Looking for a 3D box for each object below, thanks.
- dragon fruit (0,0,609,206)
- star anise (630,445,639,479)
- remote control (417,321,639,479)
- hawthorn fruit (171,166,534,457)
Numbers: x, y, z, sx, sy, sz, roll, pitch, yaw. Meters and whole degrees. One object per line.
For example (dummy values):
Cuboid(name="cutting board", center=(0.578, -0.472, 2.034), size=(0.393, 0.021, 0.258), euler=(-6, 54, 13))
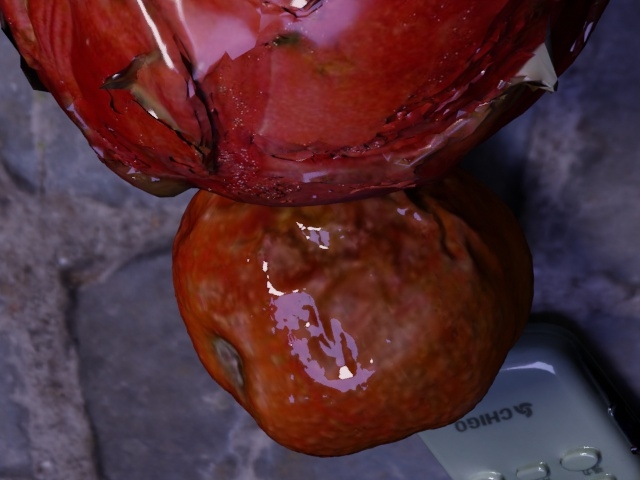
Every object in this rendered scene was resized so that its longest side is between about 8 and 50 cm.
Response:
Cuboid(name="dragon fruit", center=(-0.011, -0.160, 0.848), size=(0.302, 0.295, 0.295), euler=(-9, 125, 44))
Cuboid(name="star anise", center=(0.285, 0.144, 1.134), size=(0.212, 0.053, 0.157), euler=(-36, 123, 17))
Cuboid(name="remote control", center=(0.177, 0.176, 1.210), size=(0.140, 0.056, 0.296), euler=(-21, 119, 33))
Cuboid(name="hawthorn fruit", center=(0.000, 0.000, 1.045), size=(0.207, 0.207, 0.243), euler=(-16, 111, 33))
